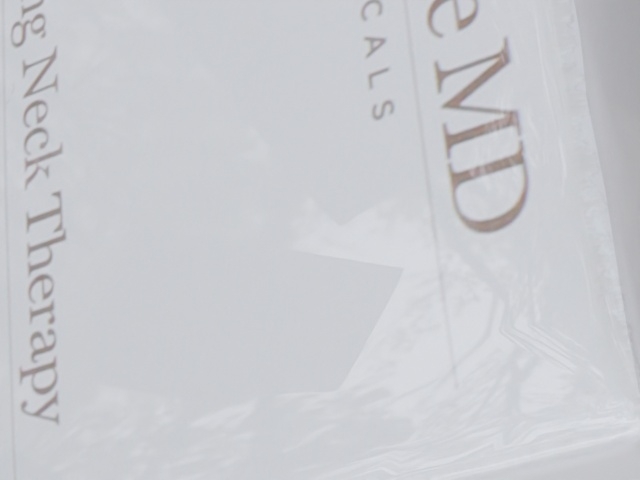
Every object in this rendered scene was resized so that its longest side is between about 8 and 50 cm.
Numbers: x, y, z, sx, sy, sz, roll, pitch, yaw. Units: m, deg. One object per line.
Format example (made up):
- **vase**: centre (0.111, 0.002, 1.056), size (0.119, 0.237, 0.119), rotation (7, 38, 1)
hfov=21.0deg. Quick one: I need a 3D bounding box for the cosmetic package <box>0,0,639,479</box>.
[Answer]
- **cosmetic package**: centre (0.000, 0.000, 0.767), size (0.394, 0.327, 0.329), rotation (-18, 66, 28)
